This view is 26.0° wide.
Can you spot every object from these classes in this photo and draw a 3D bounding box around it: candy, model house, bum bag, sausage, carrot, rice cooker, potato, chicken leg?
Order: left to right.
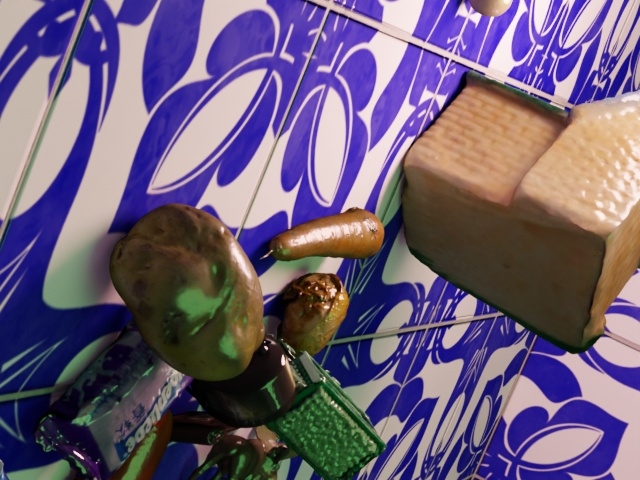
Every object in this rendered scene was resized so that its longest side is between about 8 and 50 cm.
[{"bbox_3d":[-0.260,0.309,1.648,0.300,0.083,0.089,-60,145,-14],"label":"sausage"},{"bbox_3d":[-0.214,0.165,1.584,0.275,0.070,0.145,-52,138,-32],"label":"candy"},{"bbox_3d":[-0.142,0.059,1.519,0.154,0.137,0.200,-51,120,-26],"label":"potato"},{"bbox_3d":[-0.156,0.240,1.783,0.159,0.109,0.026,0,92,-68],"label":"bum bag"},{"bbox_3d":[-0.105,0.165,1.742,0.112,0.165,0.106,-40,139,-28],"label":"rice cooker"},{"bbox_3d":[-0.038,0.159,2.006,0.107,0.087,0.251,6,115,-56],"label":"chicken leg"},{"bbox_3d":[0.000,0.000,1.938,0.298,0.078,0.078,-11,124,-60],"label":"carrot"},{"bbox_3d":[0.371,-0.089,2.266,0.342,0.382,0.334,-50,155,-29],"label":"model house"}]

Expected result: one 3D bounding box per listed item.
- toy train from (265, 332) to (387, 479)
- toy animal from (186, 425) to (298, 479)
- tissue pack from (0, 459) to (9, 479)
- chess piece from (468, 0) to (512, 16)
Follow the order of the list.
[{"bbox_3d":[-0.021,0.230,1.906,0.115,0.154,0.269,-36,139,2],"label":"toy train"},{"bbox_3d":[-0.101,0.323,2.022,0.186,0.094,0.214,-58,161,-11],"label":"toy animal"},{"bbox_3d":[-0.372,0.312,1.297,0.198,0.146,0.263,-51,156,-27],"label":"tissue pack"},{"bbox_3d":[0.268,-0.410,2.067,0.094,0.094,0.170,-41,154,-46],"label":"chess piece"}]
